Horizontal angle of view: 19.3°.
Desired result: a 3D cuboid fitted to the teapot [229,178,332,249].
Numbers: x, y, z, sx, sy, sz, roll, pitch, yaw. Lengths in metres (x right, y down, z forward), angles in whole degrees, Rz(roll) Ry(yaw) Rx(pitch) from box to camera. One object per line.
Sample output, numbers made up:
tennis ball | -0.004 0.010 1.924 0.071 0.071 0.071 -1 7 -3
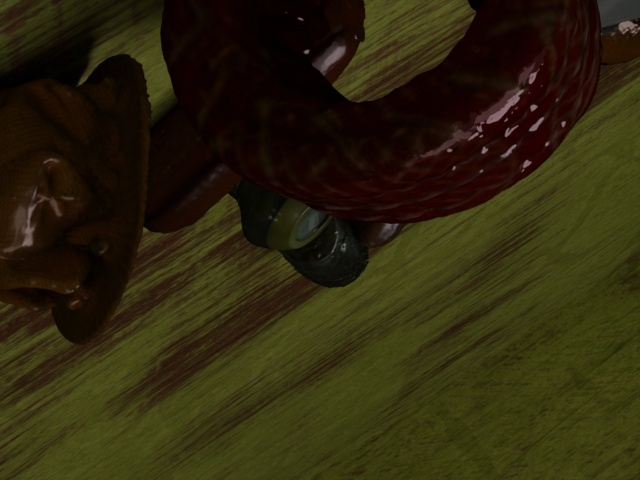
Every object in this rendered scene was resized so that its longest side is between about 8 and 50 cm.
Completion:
teapot | -0.044 -0.070 2.025 0.130 0.119 0.166 -35 157 -36

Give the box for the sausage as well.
sausage | -0.074 -0.128 1.855 0.330 0.102 0.102 -45 162 20

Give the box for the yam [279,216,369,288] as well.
yam | 0.000 0.000 2.324 0.107 0.107 0.183 -40 160 6

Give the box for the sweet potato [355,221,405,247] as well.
sweet potato | 0.167 -0.130 2.319 0.354 0.106 0.095 -42 127 0

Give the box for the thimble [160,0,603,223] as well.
thimble | 0.053 -0.185 1.568 0.350 0.350 0.230 -40 161 6

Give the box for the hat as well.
hat | -0.291 -0.053 1.579 0.233 0.233 0.244 8 126 -30

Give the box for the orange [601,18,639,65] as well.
orange | 0.304 -0.285 2.045 0.206 0.206 0.206 -34 163 -12

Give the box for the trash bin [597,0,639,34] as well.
trash bin | 0.310 -0.366 1.622 0.255 0.296 0.368 -19 167 -27
